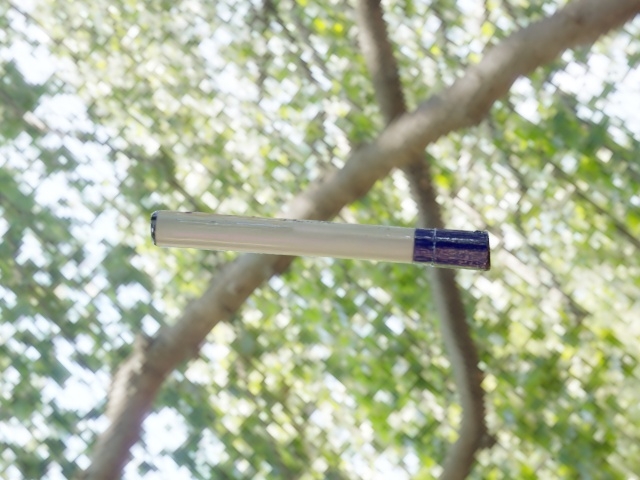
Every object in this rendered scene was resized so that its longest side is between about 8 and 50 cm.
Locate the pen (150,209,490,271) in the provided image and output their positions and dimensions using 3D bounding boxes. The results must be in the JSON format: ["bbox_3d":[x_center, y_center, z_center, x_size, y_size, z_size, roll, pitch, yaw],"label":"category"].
[{"bbox_3d":[0.000,-0.001,1.237,0.033,0.269,0.033,4,-90,-88],"label":"pen"}]
